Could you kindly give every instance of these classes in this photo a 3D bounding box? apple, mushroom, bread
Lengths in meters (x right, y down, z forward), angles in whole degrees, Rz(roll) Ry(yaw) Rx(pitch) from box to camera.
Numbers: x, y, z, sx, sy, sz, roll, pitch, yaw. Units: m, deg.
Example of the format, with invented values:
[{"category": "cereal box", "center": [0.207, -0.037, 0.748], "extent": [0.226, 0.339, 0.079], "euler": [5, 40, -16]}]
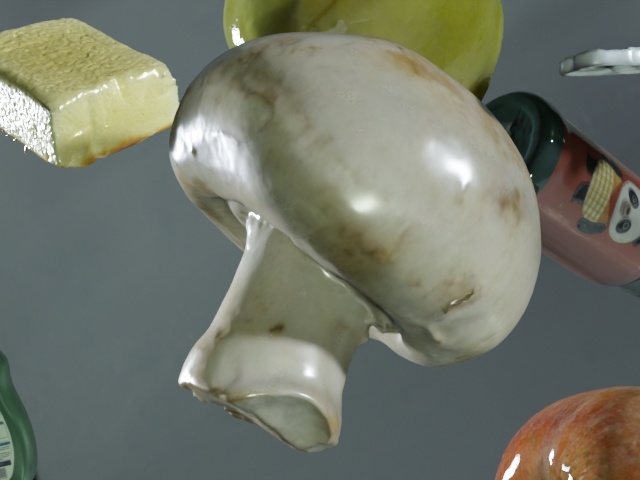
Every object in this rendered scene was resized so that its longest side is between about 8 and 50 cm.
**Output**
[{"category": "apple", "center": [0.328, 0.307, 1.163], "extent": [0.338, 0.305, 0.338], "euler": [-166, 90, -72]}, {"category": "apple", "center": [0.048, -0.222, 1.292], "extent": [0.254, 0.292, 0.292], "euler": [-44, 30, 8]}, {"category": "mushroom", "center": [0.000, 0.000, 0.902], "extent": [0.290, 0.297, 0.297], "euler": [-53, 34, -13]}, {"category": "bread", "center": [-0.221, -0.132, 1.068], "extent": [0.125, 0.068, 0.188], "euler": [-23, 36, -33]}]

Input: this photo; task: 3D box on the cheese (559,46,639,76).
[{"category": "cheese", "center": [0.289, -0.127, 0.880], "extent": [0.249, 0.070, 0.163], "euler": [-5, 0, 3]}]

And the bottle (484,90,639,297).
[{"category": "bottle", "center": [0.303, -0.037, 1.413], "extent": [0.144, 0.336, 0.144], "euler": [-28, 48, 37]}]

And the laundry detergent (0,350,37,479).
[{"category": "laundry detergent", "center": [-0.395, 0.178, 1.342], "extent": [0.144, 0.221, 0.078], "euler": [-7, 21, 9]}]
